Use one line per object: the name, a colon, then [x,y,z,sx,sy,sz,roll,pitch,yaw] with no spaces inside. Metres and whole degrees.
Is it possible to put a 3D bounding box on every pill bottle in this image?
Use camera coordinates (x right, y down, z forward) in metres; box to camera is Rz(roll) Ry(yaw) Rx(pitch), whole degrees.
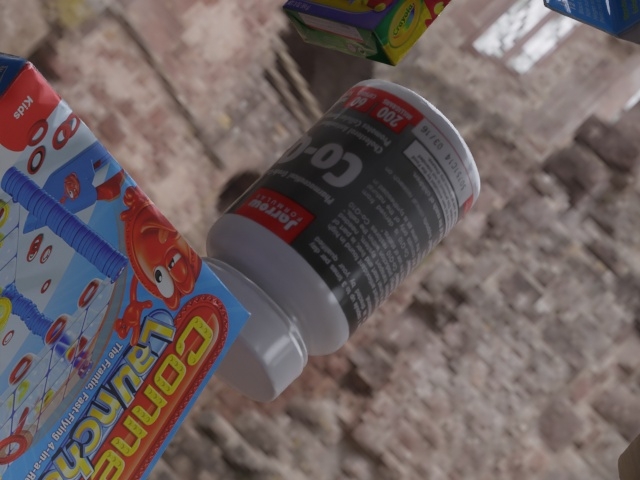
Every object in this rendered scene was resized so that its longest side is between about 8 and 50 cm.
pill bottle: [0.000,0.000,1.402,0.161,0.283,0.161,36,-23,19]

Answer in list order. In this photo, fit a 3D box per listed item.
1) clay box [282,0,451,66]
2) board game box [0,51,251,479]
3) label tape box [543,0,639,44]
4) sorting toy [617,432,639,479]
clay box: [0.082,-0.262,1.402,0.127,0.222,0.053,22,-23,45]
board game box: [-0.226,0.081,1.068,0.086,0.308,0.302,14,-27,41]
label tape box: [0.354,-0.262,1.328,0.347,0.249,0.115,16,-44,-18]
sorting toy: [0.119,0.177,0.456,0.255,0.089,0.257,77,-1,-73]
